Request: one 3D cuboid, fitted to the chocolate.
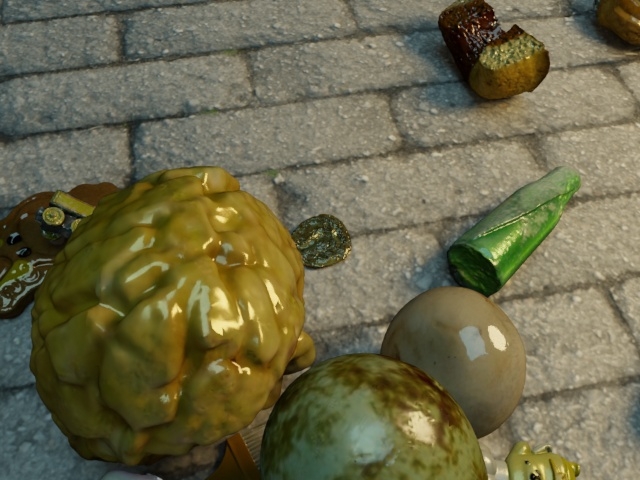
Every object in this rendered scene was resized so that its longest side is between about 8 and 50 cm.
[{"bbox_3d":[0.331,-0.031,1.085,0.110,0.110,0.291,39,60,22],"label":"chocolate"}]

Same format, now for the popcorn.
[{"bbox_3d":[-0.186,0.086,0.829,0.344,0.390,0.354,-14,82,7],"label":"popcorn"}]

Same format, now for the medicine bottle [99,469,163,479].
[{"bbox_3d":[-0.217,0.413,0.709,0.170,0.170,0.293,16,61,8],"label":"medicine bottle"}]

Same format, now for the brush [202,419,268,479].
[{"bbox_3d":[-0.160,0.335,0.863,0.272,0.013,0.103,-24,60,-17],"label":"brush"}]

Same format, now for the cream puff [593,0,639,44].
[{"bbox_3d":[0.666,-0.483,1.386,0.189,0.129,0.189,9,52,-11],"label":"cream puff"}]

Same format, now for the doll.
[{"bbox_3d":[0.257,0.314,0.865,0.162,0.062,0.106,4,58,1],"label":"doll"}]

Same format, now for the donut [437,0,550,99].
[{"bbox_3d":[0.324,-0.356,1.287,0.112,0.151,0.295,-22,45,-1],"label":"donut"}]

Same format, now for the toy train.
[{"bbox_3d":[-0.336,-0.013,1.030,0.202,0.060,0.081,25,53,-14],"label":"toy train"}]

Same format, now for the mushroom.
[{"bbox_3d":[0.197,0.167,0.909,0.215,0.207,0.207,5,48,-40],"label":"mushroom"}]

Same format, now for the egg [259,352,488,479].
[{"bbox_3d":[0.067,0.261,0.745,0.289,0.238,0.238,45,56,-22],"label":"egg"}]

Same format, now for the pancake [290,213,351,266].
[{"bbox_3d":[-0.001,0.001,1.094,0.108,0.017,0.108,-1,54,1],"label":"pancake"}]

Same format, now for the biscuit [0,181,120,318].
[{"bbox_3d":[-0.446,-0.001,1.062,0.186,0.044,0.295,41,64,20],"label":"biscuit"}]
